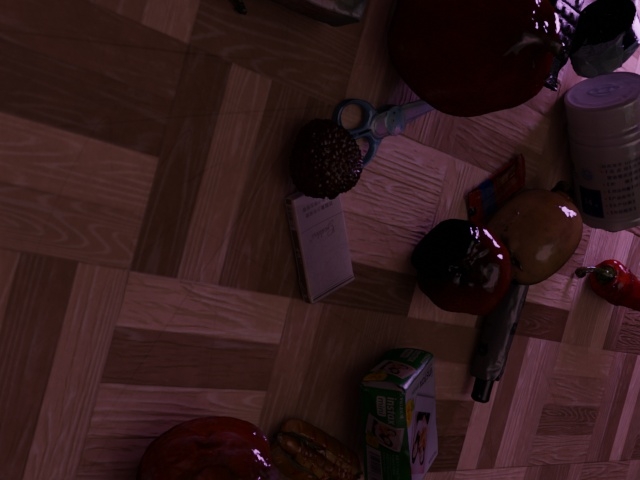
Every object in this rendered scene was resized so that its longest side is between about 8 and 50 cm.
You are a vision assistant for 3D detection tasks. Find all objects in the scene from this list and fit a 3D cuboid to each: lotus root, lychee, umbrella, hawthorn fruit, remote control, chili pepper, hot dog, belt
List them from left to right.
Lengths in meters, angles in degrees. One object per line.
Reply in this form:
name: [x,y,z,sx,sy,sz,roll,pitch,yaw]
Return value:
hawthorn fruit: [-0.195,0.377,1.221,0.271,0.242,0.242,0,104,-12]
hot dog: [-0.004,0.400,1.512,0.250,0.076,0.104,45,70,-45]
lychee: [0.006,-0.131,1.343,0.123,0.123,0.129,-30,93,-36]
hawthorn fruit: [0.288,0.061,1.651,0.190,0.189,0.251,-68,155,-6]
hawthorn fruit: [0.256,-0.345,1.416,0.311,0.294,0.295,-82,172,-74]
umbrella: [0.401,0.197,1.861,0.067,0.073,0.338,19,88,-52]
lotus root: [0.471,-0.028,1.792,0.310,0.182,0.183,-40,127,-34]
remote control: [0.513,-0.525,1.773,0.144,0.062,0.399,14,90,-47]
belt: [0.628,-0.448,1.846,0.198,0.151,0.078,-55,134,-16]
chili pepper: [0.804,0.127,2.219,0.387,0.110,0.110,26,83,-43]

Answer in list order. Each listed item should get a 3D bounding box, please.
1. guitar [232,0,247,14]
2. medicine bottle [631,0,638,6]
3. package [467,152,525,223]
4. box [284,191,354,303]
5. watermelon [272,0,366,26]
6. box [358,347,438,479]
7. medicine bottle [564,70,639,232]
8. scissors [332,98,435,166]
guitar: [-0.162,-0.388,1.136,0.025,0.088,0.233,-60,144,-15]
medicine bottle: [0.714,-0.591,1.958,0.058,0.058,0.091,-38,126,-31]
package: [0.380,-0.110,1.787,0.200,0.022,0.083,-35,123,-32]
box: [0.000,0.000,1.433,0.109,0.029,0.198,-28,119,-37]
watermelon: [-0.016,-0.442,1.186,0.302,0.151,0.264,-5,98,-46]
box: [0.152,0.345,1.598,0.180,0.102,0.250,-37,128,-57]
medicine bottle: [0.679,-0.207,1.940,0.190,0.189,0.332,-38,126,-32]
scissors: [0.124,-0.216,1.493,0.256,0.030,0.125,-26,118,-35]
